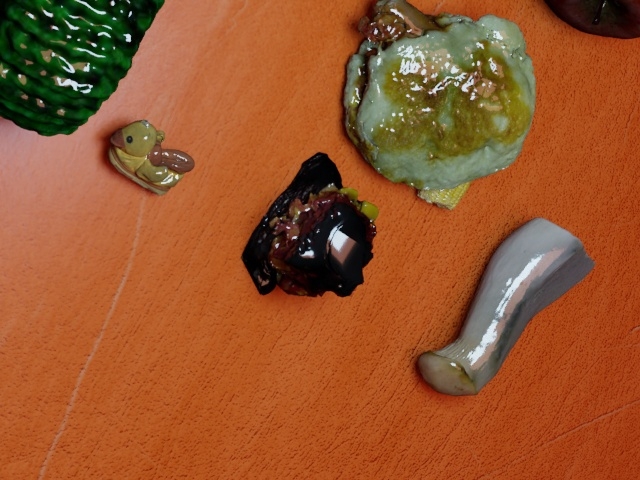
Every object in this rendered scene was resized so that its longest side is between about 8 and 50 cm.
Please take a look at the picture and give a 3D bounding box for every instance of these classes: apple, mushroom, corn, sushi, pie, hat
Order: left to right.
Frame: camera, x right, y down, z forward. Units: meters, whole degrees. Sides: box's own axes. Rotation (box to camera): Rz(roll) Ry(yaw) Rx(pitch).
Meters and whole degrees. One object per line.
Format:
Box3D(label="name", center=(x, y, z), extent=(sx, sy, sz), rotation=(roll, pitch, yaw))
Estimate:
Box3D(label="hat", center=(-0.340, -0.290, 1.222), extent=(0.332, 0.242, 0.274), rotation=(29, 68, -19))
Box3D(label="sushi", center=(0.000, 0.000, 1.524), extent=(0.172, 0.150, 0.153), rotation=(-35, 116, -20))
Box3D(label="pie", center=(0.164, -0.195, 1.584), extent=(0.274, 0.105, 0.257), rotation=(9, 103, -12))
Box3D(label="corn", center=(0.200, -0.126, 1.670), extent=(0.085, 0.063, 0.165), rotation=(22, 91, -53))
Box3D(label="mushroom", center=(0.285, 0.109, 1.738), extent=(0.159, 0.122, 0.329), rotation=(46, 77, -21))
Box3D(label="apple", center=(0.422, -0.407, 1.657), extent=(0.234, 0.234, 0.234), rotation=(-7, 104, -30))

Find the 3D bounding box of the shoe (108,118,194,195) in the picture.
Box3D(label="shoe", center=(-0.210, -0.107, 1.425), extent=(0.069, 0.072, 0.109), rotation=(-30, 116, 20))
